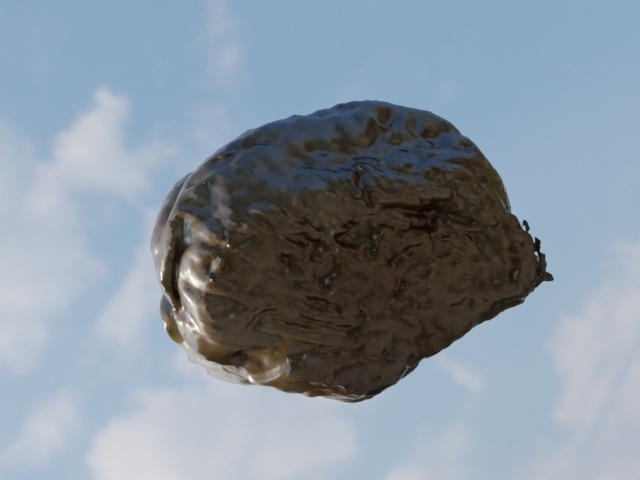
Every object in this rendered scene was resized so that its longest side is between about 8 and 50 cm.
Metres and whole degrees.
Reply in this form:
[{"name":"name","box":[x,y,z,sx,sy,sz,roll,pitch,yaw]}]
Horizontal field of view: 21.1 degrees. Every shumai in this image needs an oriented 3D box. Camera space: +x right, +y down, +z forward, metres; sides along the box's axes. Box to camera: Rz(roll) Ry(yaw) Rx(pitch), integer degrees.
[{"name":"shumai","box":[-0.003,-0.003,1.081,0.218,0.185,0.184,-28,-69,-10]}]
